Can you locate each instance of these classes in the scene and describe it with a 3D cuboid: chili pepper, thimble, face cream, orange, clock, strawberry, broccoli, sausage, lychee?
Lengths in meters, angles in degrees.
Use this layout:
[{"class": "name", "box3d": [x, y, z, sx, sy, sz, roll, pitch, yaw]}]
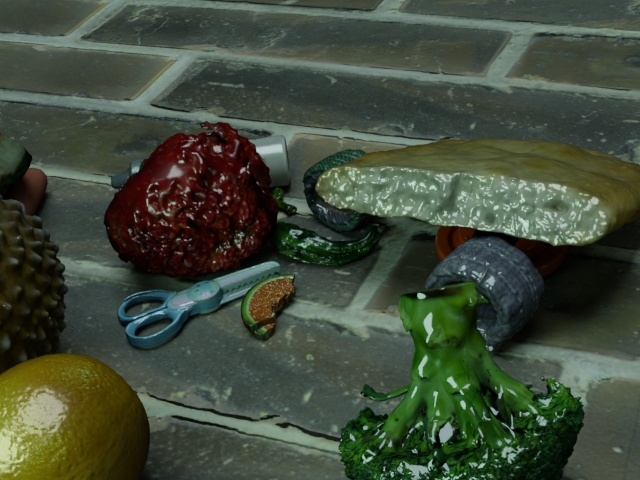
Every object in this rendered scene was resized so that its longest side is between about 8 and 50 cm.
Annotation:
[{"class": "chili pepper", "box3d": [-0.066, -0.068, 1.952, 0.027, 0.022, 0.083, -44, 39, 6]}, {"class": "thimble", "box3d": [0.044, -0.082, 1.865, 0.090, 0.118, 0.135, -30, 24, -35]}, {"class": "thimble", "box3d": [0.224, 0.073, 1.583, 0.150, 0.150, 0.098, 19, 42, 33]}, {"class": "face cream", "box3d": [-0.210, -0.120, 1.994, 0.312, 0.092, 0.092, -8, 35, 2]}, {"class": "orange", "box3d": [-0.322, 0.248, 1.379, 0.236, 0.236, 0.236, -5, 35, 4]}, {"class": "clock", "box3d": [0.279, 0.000, 1.757, 0.205, 0.051, 0.205, -6, 34, 4]}, {"class": "strawberry", "box3d": [-0.187, -0.049, 1.788, 0.220, 0.274, 0.274, 43, 53, 10]}, {"class": "broccoli", "box3d": [0.154, 0.197, 1.313, 0.298, 0.297, 0.297, -9, 0, 0]}, {"class": "sausage", "box3d": [-0.524, -0.071, 2.010, 0.062, 0.062, 0.154, -3, 35, 8]}, {"class": "chili pepper", "box3d": [0.000, 0.003, 1.810, 0.182, 0.050, 0.073, 6, 30, 15]}, {"class": "lychee", "box3d": [-0.530, 0.094, 1.506, 0.432, 0.380, 0.380, -14, 31, -40]}]

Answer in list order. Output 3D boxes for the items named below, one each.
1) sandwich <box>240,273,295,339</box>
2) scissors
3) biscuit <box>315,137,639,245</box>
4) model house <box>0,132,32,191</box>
[{"class": "sandwich", "box3d": [-0.080, 0.094, 1.712, 0.067, 0.029, 0.135, 14, 39, 20]}, {"class": "scissors", "box3d": [-0.179, 0.087, 1.742, 0.256, 0.030, 0.125, -20, 33, -14]}, {"class": "biscuit", "box3d": [0.292, -0.094, 1.725, 0.429, 0.103, 0.446, 10, 16, 35]}, {"class": "model house", "box3d": [-0.689, -0.085, 1.948, 0.298, 0.243, 0.284, -2, 55, 56]}]
